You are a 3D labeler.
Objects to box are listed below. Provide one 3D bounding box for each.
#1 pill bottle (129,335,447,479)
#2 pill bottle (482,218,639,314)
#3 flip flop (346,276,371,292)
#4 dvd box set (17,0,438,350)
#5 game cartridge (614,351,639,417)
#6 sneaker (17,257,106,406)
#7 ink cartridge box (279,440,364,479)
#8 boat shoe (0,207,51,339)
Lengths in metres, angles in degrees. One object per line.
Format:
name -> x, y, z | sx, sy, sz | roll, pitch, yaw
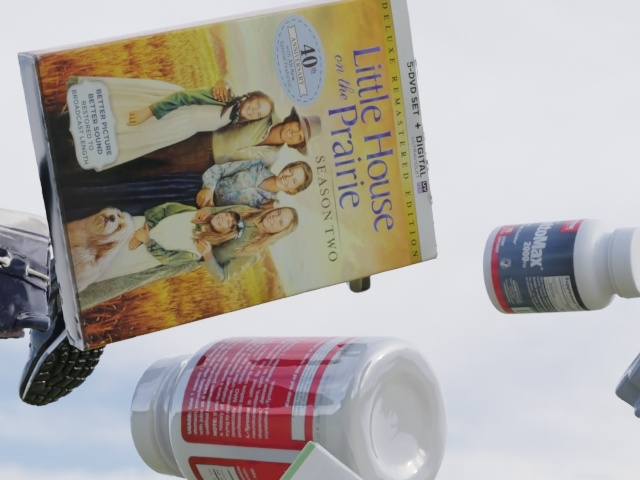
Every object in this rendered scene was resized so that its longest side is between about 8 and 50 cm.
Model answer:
pill bottle -> -0.053, 0.241, 2.157 | 0.407, 0.229, 0.229 | -2, -23, 39
pill bottle -> 0.290, 0.029, 1.872 | 0.180, 0.108, 0.108 | -5, -25, 31
flip flop -> 0.000, 0.000, 2.092 | 0.080, 0.277, 0.112 | -15, -67, -9
dvd box set -> -0.084, -0.081, 1.685 | 0.420, 0.308, 0.062 | -13, 14, -25
game cartridge -> 0.386, 0.123, 1.169 | 0.294, 0.060, 0.196 | 34, -51, 6
sneaker -> -0.367, 0.100, 2.322 | 0.124, 0.283, 0.107 | 36, 10, 33
ink cartridge box -> 0.031, 0.360, 1.793 | 0.235, 0.171, 0.056 | 36, -8, 12
boat shoe -> -0.455, 0.037, 1.965 | 0.127, 0.158, 0.340 | -16, -16, 36
